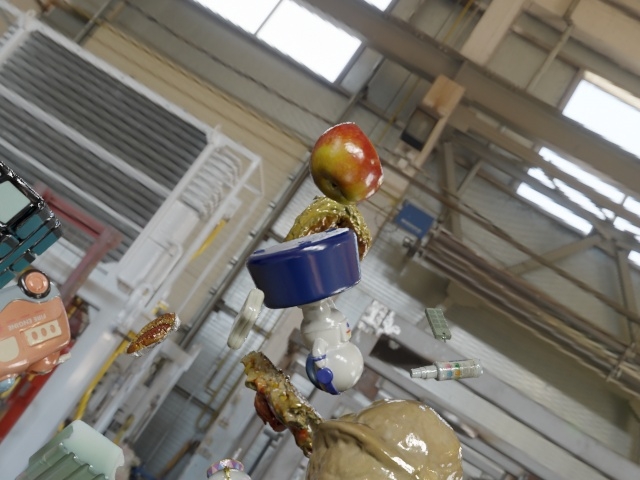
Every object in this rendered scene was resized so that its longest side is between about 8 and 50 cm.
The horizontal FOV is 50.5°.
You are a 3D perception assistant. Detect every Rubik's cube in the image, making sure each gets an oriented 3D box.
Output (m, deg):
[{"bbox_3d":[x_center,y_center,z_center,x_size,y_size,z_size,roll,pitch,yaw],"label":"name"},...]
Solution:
[{"bbox_3d":[-0.863,-0.055,1.704,0.293,0.288,0.283,45,-18,1],"label":"Rubik's cube"}]

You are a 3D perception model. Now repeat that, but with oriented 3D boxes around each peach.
[{"bbox_3d":[0.070,-0.188,1.637,0.190,0.192,0.190,24,-24,12],"label":"peach"}]

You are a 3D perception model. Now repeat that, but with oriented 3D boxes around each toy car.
[{"bbox_3d":[-0.662,0.203,1.427,0.181,0.270,0.212,-30,-96,39],"label":"toy car"}]

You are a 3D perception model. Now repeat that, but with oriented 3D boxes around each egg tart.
[{"bbox_3d":[0.000,0.000,2.270,0.351,0.339,0.153,49,6,-45],"label":"egg tart"}]

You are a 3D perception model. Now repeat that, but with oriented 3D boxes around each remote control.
[{"bbox_3d":[-0.138,0.147,1.259,0.032,0.074,0.122,24,-51,-10],"label":"remote control"}]

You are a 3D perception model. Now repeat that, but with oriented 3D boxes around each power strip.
[{"bbox_3d":[0.331,0.237,1.900,0.051,0.019,0.136,6,33,-13],"label":"power strip"}]

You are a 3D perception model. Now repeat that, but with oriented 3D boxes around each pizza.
[{"bbox_3d":[-0.086,0.433,1.718,0.440,0.130,0.406,45,-11,17],"label":"pizza"}]

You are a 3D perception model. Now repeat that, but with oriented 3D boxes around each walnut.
[{"bbox_3d":[0.131,0.515,1.464,0.381,0.381,0.381,31,-16,10],"label":"walnut"}]

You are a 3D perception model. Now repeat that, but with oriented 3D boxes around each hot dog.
[{"bbox_3d":[-0.507,0.284,2.044,0.053,0.192,0.099,59,-5,-26],"label":"hot dog"}]

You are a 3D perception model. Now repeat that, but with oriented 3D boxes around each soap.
[{"bbox_3d":[-0.764,0.702,2.042,0.208,0.115,0.347,43,-61,-15],"label":"soap"}]

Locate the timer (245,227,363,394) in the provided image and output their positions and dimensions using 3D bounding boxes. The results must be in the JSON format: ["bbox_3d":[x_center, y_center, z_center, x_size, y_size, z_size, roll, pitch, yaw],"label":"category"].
[{"bbox_3d":[-0.002,0.182,1.615,0.270,0.270,0.383,-6,-79,66],"label":"timer"}]

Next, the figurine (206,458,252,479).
[{"bbox_3d":[-0.225,0.685,1.706,0.263,0.142,0.189,-113,-165,-54],"label":"figurine"}]

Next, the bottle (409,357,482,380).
[{"bbox_3d":[0.368,0.383,1.999,0.217,0.060,0.060,-2,-7,-16],"label":"bottle"}]
